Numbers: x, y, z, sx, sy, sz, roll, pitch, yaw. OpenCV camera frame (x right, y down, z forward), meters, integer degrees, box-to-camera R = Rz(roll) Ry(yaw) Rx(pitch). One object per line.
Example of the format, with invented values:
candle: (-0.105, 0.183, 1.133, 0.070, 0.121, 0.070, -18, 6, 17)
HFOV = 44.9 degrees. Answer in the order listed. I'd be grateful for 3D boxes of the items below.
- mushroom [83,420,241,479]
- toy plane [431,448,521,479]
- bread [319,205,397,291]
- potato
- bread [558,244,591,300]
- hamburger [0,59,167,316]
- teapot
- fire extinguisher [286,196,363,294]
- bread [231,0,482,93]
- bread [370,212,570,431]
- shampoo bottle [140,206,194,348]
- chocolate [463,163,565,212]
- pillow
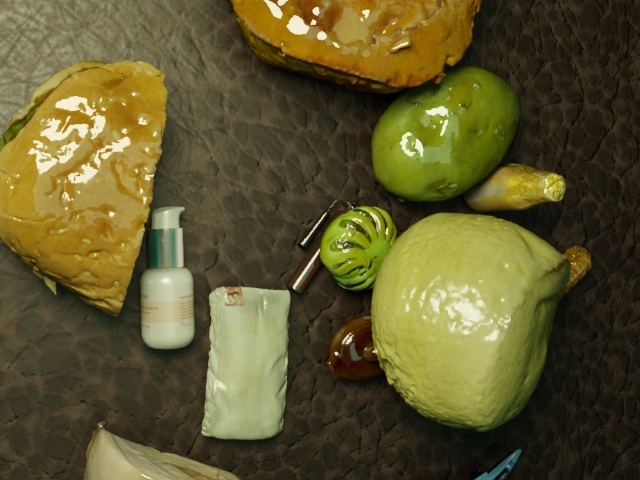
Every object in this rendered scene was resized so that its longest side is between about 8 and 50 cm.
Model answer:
mushroom: (-0.212, 0.377, 1.040, 0.236, 0.173, 0.162, 24, 88, -21)
toy plane: (0.234, 0.421, 1.264, 0.246, 0.078, 0.169, -42, 107, -20)
bread: (0.063, 0.016, 1.148, 0.130, 0.071, 0.139, -38, 134, -27)
potato: (0.183, -0.158, 1.158, 0.253, 0.148, 0.186, -25, 106, -20)
bread: (0.400, 0.071, 1.314, 0.157, 0.044, 0.052, -42, 101, -14)
hamburger: (-0.321, -0.073, 0.971, 0.209, 0.162, 0.329, 7, 96, -22)
teapot: (0.068, 0.169, 1.178, 0.129, 0.078, 0.098, -21, 101, -18)
fire extinguisher: (0.000, 0.000, 1.169, 0.049, 0.035, 0.173, 32, 81, 19)
bread: (0.036, -0.356, 1.046, 0.358, 0.204, 0.336, 17, 73, -13)
bread: (0.215, 0.111, 1.128, 0.320, 0.237, 0.320, -26, 125, -45)
shampoo bottle: (-0.212, 0.050, 1.066, 0.074, 0.074, 0.192, -3, 96, -20)
chocolate: (0.297, -0.077, 1.172, 0.086, 0.219, 0.085, -1, 94, -17)
pillow: (-0.107, 0.179, 1.129, 0.128, 0.051, 0.229, 1, 95, -28)
